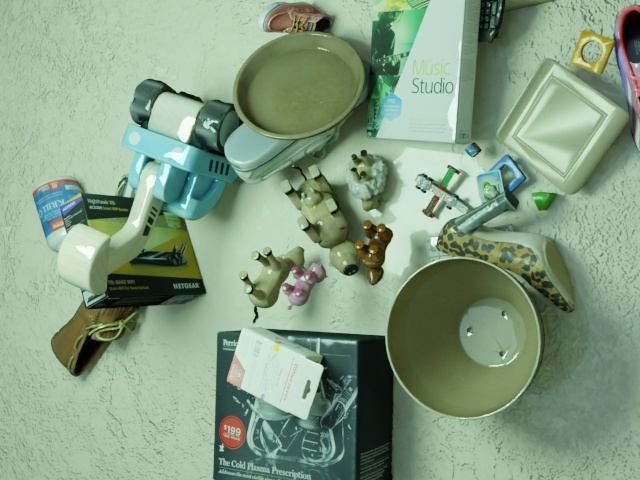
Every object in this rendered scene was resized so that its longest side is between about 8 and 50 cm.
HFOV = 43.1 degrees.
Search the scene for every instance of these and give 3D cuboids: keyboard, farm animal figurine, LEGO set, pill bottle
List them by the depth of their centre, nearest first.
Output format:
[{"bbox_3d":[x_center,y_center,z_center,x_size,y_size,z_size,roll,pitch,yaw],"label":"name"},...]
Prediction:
[{"bbox_3d":[0.286,-0.064,1.600,0.182,0.060,0.244,-10,94,29],"label":"LEGO set"},{"bbox_3d":[0.232,-0.495,1.608,0.317,0.033,0.202,13,97,43],"label":"keyboard"},{"bbox_3d":[0.000,0.000,1.683,0.330,0.172,0.327,-14,61,15],"label":"farm animal figurine"},{"bbox_3d":[-0.653,-0.044,2.086,0.124,0.124,0.222,-30,73,25],"label":"pill bottle"}]

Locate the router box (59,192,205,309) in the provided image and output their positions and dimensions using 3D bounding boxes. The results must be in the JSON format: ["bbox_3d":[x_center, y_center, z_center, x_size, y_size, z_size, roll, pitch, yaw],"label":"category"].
[{"bbox_3d":[-0.421,0.026,1.841,0.081,0.308,0.243,-27,75,30],"label":"router box"}]

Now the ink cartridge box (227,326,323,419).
[{"bbox_3d":[-0.074,0.255,1.562,0.198,0.067,0.115,21,97,31],"label":"ink cartridge box"}]

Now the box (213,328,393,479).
[{"bbox_3d":[-0.035,0.346,1.675,0.343,0.179,0.313,-1,85,30],"label":"box"}]

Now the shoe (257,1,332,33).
[{"bbox_3d":[-0.051,-0.471,1.738,0.081,0.178,0.064,32,125,24],"label":"shoe"}]

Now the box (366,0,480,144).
[{"bbox_3d":[0.198,-0.356,1.595,0.232,0.058,0.322,10,100,44],"label":"box"}]

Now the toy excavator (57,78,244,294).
[{"bbox_3d":[-0.341,-0.107,1.727,0.222,0.433,0.445,20,95,17],"label":"toy excavator"}]

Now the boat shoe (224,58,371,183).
[{"bbox_3d":[-0.026,-0.238,1.735,0.367,0.156,0.136,-39,61,-8],"label":"boat shoe"}]

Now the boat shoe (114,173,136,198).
[{"bbox_3d":[-0.472,-0.132,2.013,0.070,0.077,0.219,37,107,25],"label":"boat shoe"}]

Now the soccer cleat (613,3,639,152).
[{"bbox_3d":[0.572,-0.253,1.393,0.108,0.116,0.318,-16,79,28],"label":"soccer cleat"}]

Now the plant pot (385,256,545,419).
[{"bbox_3d":[0.287,0.175,1.491,0.284,0.191,0.284,-2,85,29],"label":"plant pot"}]

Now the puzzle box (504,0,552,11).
[{"bbox_3d":[0.392,-0.654,1.558,0.272,0.052,0.409,-4,85,29],"label":"puzzle box"}]

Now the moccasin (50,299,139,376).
[{"bbox_3d":[-0.529,0.199,1.992,0.380,0.139,0.147,-43,69,21],"label":"moccasin"}]

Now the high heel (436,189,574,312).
[{"bbox_3d":[0.346,0.050,1.524,0.186,0.093,0.261,-33,93,37],"label":"high heel"}]

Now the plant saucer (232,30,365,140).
[{"bbox_3d":[-0.043,-0.314,1.664,0.277,0.041,0.278,-5,60,9],"label":"plant saucer"}]

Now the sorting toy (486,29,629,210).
[{"bbox_3d":[0.445,-0.211,1.487,0.196,0.047,0.348,45,122,28],"label":"sorting toy"}]
